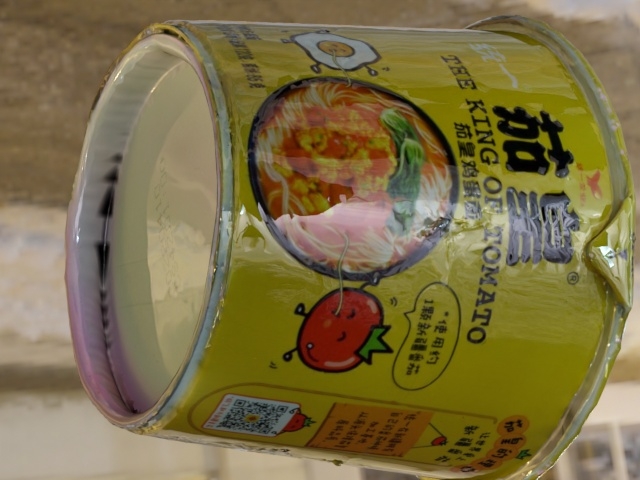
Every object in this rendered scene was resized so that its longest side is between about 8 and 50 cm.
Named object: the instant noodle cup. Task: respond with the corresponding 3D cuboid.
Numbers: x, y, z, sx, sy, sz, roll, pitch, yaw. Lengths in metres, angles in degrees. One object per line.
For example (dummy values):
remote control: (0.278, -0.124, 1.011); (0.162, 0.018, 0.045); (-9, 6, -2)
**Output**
instant noodle cup: (0.000, 0.000, 0.999); (0.254, 0.325, 0.325); (6, 163, -28)
